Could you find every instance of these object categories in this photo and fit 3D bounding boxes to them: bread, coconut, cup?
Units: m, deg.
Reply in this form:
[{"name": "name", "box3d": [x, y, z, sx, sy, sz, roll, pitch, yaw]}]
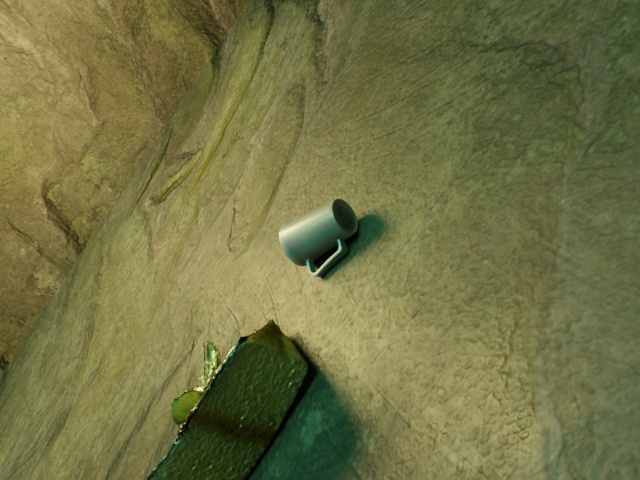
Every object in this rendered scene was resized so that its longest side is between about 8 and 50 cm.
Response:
[{"name": "bread", "box3d": [-0.147, 0.222, 0.906, 0.240, 0.135, 0.178, -58, 29, 4]}, {"name": "coconut", "box3d": [-0.200, 0.241, 1.035, 0.158, 0.055, 0.133, -68, 2, -48]}, {"name": "cup", "box3d": [0.000, 0.000, 0.981, 0.116, 0.074, 0.104, -28, 64, 34]}]
